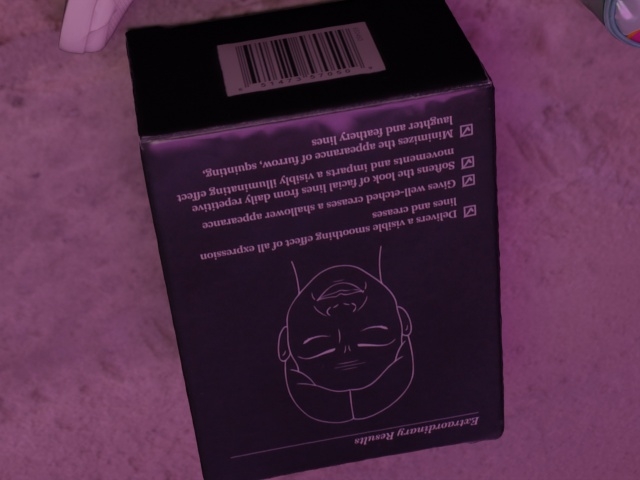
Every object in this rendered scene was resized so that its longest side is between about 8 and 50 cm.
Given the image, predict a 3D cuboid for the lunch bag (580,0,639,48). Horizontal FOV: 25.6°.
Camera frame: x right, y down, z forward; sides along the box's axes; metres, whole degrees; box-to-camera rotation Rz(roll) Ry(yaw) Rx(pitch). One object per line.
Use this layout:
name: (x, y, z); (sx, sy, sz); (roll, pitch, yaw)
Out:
lunch bag: (0.369, -0.297, 1.236); (0.224, 0.108, 0.279); (9, 122, -16)

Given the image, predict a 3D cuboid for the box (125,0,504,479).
box: (0.000, 0.000, 1.303); (0.294, 0.212, 0.395); (-9, 124, -5)

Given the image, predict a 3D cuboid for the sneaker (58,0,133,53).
sneaker: (-0.106, -0.265, 1.167); (0.169, 0.108, 0.292); (17, 118, -17)
